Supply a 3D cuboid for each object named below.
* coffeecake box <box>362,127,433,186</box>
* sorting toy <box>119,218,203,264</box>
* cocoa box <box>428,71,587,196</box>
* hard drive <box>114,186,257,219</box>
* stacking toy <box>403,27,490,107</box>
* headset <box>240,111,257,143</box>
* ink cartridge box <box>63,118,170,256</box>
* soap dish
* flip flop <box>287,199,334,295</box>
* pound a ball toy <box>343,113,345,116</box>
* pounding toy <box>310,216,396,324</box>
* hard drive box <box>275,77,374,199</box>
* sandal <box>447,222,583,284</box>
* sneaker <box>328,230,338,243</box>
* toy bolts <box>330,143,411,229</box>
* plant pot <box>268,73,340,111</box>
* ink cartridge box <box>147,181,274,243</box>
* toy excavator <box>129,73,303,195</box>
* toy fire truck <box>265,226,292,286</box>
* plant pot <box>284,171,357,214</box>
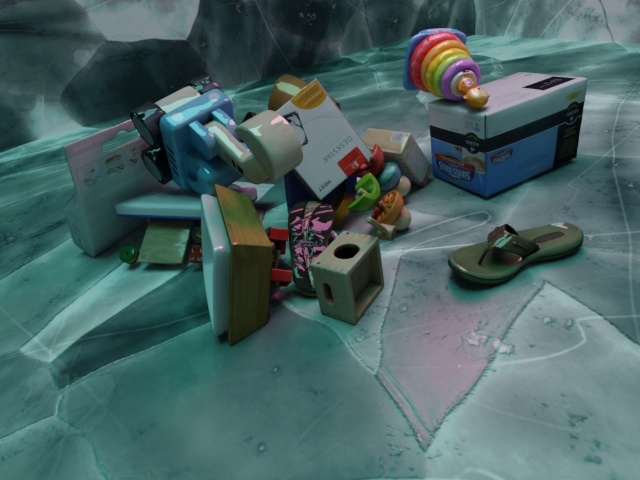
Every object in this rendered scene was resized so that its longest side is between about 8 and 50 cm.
[{"bbox_3d":[0.220,-0.237,1.203,0.142,0.185,0.068,20,80,39],"label":"coffeecake box"},{"bbox_3d":[-0.390,0.004,1.107,0.275,0.046,0.132,1,67,16],"label":"sorting toy"},{"bbox_3d":[0.515,-0.307,1.176,0.347,0.227,0.231,-23,32,-16],"label":"cocoa box"},{"bbox_3d":[-0.366,-0.107,1.160,0.319,0.040,0.210,3,22,22],"label":"hard drive"},{"bbox_3d":[0.349,-0.427,1.095,0.175,0.165,0.301,-8,43,-9],"label":"stacking toy"},{"bbox_3d":[-0.189,-0.327,1.456,0.395,0.185,0.243,1,-4,33],"label":"headset"},{"bbox_3d":[-0.572,-0.176,1.185,0.091,0.384,0.308,31,46,15],"label":"ink cartridge box"},{"bbox_3d":[-0.184,0.037,0.888,0.118,0.228,0.291,-3,29,-19],"label":"soap dish"},{"bbox_3d":[-0.022,0.013,0.978,0.112,0.080,0.276,2,54,-6],"label":"flip flop"},{"bbox_3d":[-0.023,-0.397,1.573,0.320,0.135,0.208,-4,33,13],"label":"pound a ball toy"},{"bbox_3d":[0.070,0.027,0.847,0.094,0.181,0.206,12,39,33],"label":"pounding toy"},{"bbox_3d":[-0.013,-0.247,1.047,0.181,0.232,0.089,-42,14,-4],"label":"hard drive box"},{"bbox_3d":[0.399,0.003,0.868,0.303,0.086,0.120,-19,33,-11],"label":"sandal"},{"bbox_3d":[0.000,0.000,1.049,0.069,0.038,0.098,-30,29,-22],"label":"sneaker"},{"bbox_3d":[0.146,-0.111,1.113,0.218,0.159,0.228,-34,29,52],"label":"toy bolts"},{"bbox_3d":[-0.052,-0.556,1.781,0.255,0.237,0.237,23,44,20],"label":"plant pot"},{"bbox_3d":[-0.316,-0.090,1.256,0.297,0.066,0.261,8,37,27],"label":"ink cartridge box"},{"bbox_3d":[-0.236,-0.222,1.020,0.445,0.433,0.222,42,62,13],"label":"toy excavator"},{"bbox_3d":[-0.108,0.040,0.963,0.047,0.135,0.192,7,-11,-18],"label":"toy fire truck"},{"bbox_3d":[-0.007,-0.231,1.236,0.212,0.235,0.236,-6,32,-5],"label":"plant pot"}]
